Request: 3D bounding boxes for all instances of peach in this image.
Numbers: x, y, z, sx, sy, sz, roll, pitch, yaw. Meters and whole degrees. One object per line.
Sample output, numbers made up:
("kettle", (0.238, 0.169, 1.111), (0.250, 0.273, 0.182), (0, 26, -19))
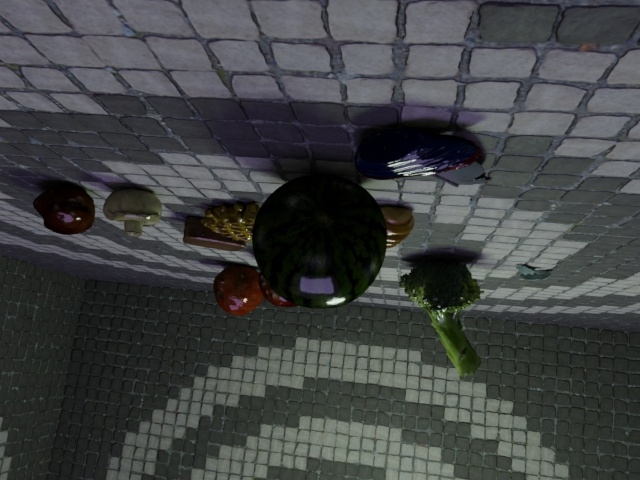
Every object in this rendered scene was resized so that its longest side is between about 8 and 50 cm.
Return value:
("peach", (-0.378, 0.217, 2.553), (0.233, 0.232, 0.257), (2, 166, 22))

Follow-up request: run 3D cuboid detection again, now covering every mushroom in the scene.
("mushroom", (-0.491, -0.072, 1.473), (0.154, 0.122, 0.154), (0, 172, 0))

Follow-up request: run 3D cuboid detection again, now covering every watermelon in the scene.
("watermelon", (0.000, 0.000, 1.171), (0.286, 0.284, 0.285), (6, 168, 1))

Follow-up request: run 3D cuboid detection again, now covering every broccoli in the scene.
("broccoli", (0.439, 0.249, 1.907), (0.275, 0.396, 0.353), (-23, 154, 15))

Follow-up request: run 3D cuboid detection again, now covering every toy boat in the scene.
("toy boat", (0.213, -0.127, 0.975), (0.319, 0.071, 0.219), (9, 171, -27))
("toy boat", (0.705, 0.112, 1.905), (0.150, 0.034, 0.105), (10, 166, -19))

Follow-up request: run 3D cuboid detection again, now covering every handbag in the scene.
("handbag", (-0.334, -0.017, 1.770), (0.194, 0.072, 0.151), (8, 168, -18))

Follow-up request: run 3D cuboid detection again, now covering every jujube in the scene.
("jujube", (-0.137, 0.158, 2.208), (0.223, 0.222, 0.318), (10, 175, -14))

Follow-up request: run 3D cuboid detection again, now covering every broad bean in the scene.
("broad bean", (-0.706, -0.080, 1.544), (0.156, 0.121, 0.229), (12, 164, -35))

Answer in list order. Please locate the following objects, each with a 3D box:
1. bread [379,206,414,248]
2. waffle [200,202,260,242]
("bread", (0.163, -0.032, 1.408), (0.120, 0.084, 0.177), (8, 164, -9))
("waffle", (-0.194, -0.037, 1.606), (0.260, 0.068, 0.293), (-5, 162, 41))
